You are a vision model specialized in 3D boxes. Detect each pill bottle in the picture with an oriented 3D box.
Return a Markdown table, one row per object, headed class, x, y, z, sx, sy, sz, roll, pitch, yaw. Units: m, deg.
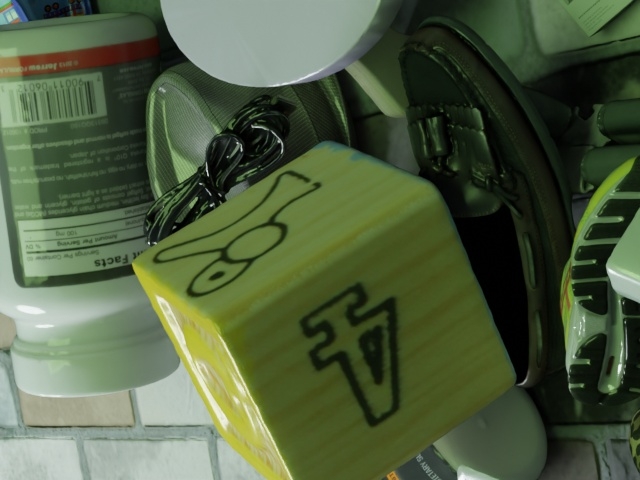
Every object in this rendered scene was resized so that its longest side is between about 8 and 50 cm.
| class | x | y | z | sx | sy | sz | roll | pitch | yaw |
| --- | --- | --- | --- | --- | --- | --- | --- | --- | --- |
| pill bottle | 0.077 | 0.211 | 1.345 | 0.246 | 0.130 | 0.130 | -48 | 63 | 43 |
| pill bottle | -0.248 | -0.039 | 1.559 | 0.210 | 0.210 | 0.363 | 7 | 107 | 47 |

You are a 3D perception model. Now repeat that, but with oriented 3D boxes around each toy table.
| class | x | y | z | sx | sy | sz | roll | pitch | yaw |
| --- | --- | --- | --- | --- | --- | --- | --- | --- | --- |
| toy table | 0.011 | -0.225 | 1.296 | 0.274 | 0.161 | 0.252 | 14 | 108 | 45 |

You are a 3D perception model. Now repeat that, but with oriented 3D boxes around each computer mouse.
| class | x | y | z | sx | sy | sz | roll | pitch | yaw |
| --- | --- | --- | --- | --- | --- | --- | --- | --- | --- |
| computer mouse | 0.000 | 0.000 | 1.358 | 0.272 | 0.072 | 0.188 | 37 | 120 | -12 |

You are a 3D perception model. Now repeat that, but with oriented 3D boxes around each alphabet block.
| class | x | y | z | sx | sy | sz | roll | pitch | yaw |
| --- | --- | --- | --- | --- | --- | --- | --- | --- | --- |
| alphabet block | 0.001 | 0.062 | 1.196 | 0.192 | 0.197 | 0.193 | 28 | 147 | 62 |

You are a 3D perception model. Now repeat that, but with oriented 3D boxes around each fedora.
| class | x | y | z | sx | sy | sz | roll | pitch | yaw |
| --- | --- | --- | --- | --- | --- | --- | --- | --- | --- |
| fedora | -0.083 | -0.084 | 1.462 | 0.243 | 0.124 | 0.275 | -31 | 75 | 47 |

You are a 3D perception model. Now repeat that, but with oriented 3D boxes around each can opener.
| class | x | y | z | sx | sy | sz | roll | pitch | yaw |
| --- | --- | --- | --- | --- | --- | --- | --- | --- | --- |
| can opener | 0.211 | -0.073 | 1.127 | 0.280 | 0.093 | 0.074 | 5 | 74 | 59 |

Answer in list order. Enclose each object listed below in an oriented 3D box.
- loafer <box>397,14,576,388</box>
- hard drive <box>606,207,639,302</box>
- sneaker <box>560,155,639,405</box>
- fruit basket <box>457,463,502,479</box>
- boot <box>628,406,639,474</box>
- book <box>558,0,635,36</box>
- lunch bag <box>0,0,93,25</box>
| class | x | y | z | sx | sy | sz | roll | pitch | yaw |
| --- | --- | --- | --- | --- | --- | --- | --- | --- | --- |
| loafer | 0.131 | -0.021 | 1.165 | 0.109 | 0.095 | 0.302 | 11 | 135 | 57 |
| hard drive | 0.375 | -0.004 | 0.880 | 0.353 | 0.233 | 0.047 | 25 | 162 | 33 |
| sneaker | 0.207 | 0.016 | 1.100 | 0.094 | 0.081 | 0.208 | -92 | 8 | -51 |
| fruit basket | 0.245 | 0.357 | 1.136 | 0.327 | 0.165 | 0.353 | 16 | 118 | 46 |
| boot | 0.371 | 0.141 | 0.991 | 0.377 | 0.138 | 0.284 | 53 | 132 | 32 |
| book | 0.193 | -0.238 | 1.160 | 0.144 | 0.035 | 0.096 | 53 | 134 | 4 |
| lunch bag | -0.337 | -0.187 | 1.739 | 0.221 | 0.138 | 0.293 | -17 | 95 | 46 |
